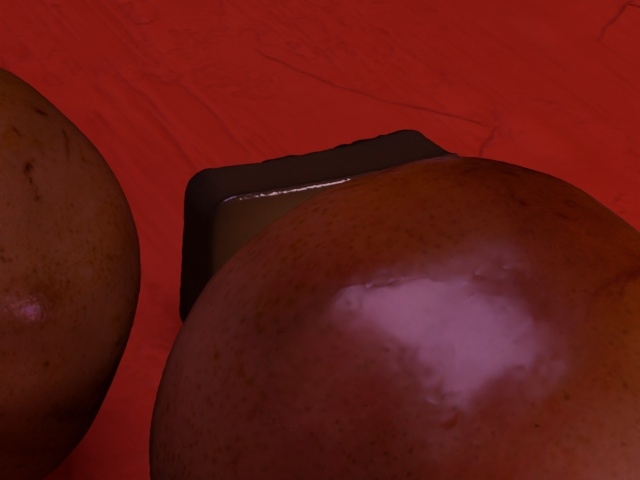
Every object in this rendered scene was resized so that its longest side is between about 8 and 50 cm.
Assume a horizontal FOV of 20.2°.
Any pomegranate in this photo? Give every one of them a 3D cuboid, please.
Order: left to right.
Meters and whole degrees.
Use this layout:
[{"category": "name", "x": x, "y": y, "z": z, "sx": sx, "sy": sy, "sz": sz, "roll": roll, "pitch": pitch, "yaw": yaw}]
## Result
[{"category": "pomegranate", "x": -0.223, "y": 0.023, "z": 0.983, "sx": 0.264, "sy": 0.264, "sz": 0.264, "roll": 6, "pitch": 33, "yaw": -4}, {"category": "pomegranate", "x": 0.058, "y": 0.119, "z": 0.904, "sx": 0.319, "sy": 0.319, "sz": 0.319, "roll": 6, "pitch": 33, "yaw": -4}]

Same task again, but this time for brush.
[{"category": "brush", "x": 0.000, "y": 0.000, "z": 1.197, "sx": 0.197, "sy": 0.123, "sz": 0.059, "roll": -13, "pitch": 35, "yaw": -31}]
